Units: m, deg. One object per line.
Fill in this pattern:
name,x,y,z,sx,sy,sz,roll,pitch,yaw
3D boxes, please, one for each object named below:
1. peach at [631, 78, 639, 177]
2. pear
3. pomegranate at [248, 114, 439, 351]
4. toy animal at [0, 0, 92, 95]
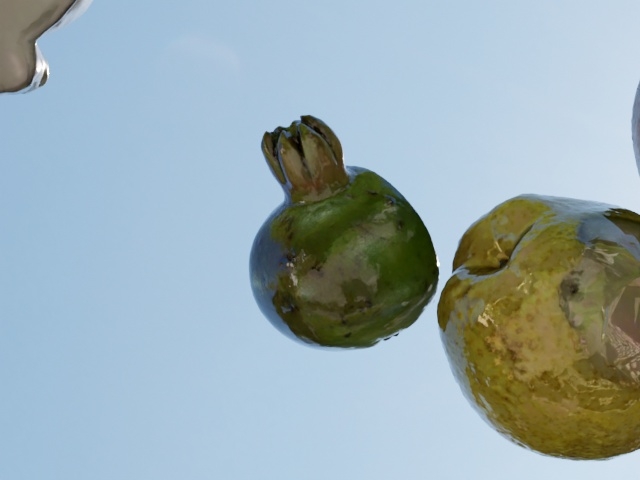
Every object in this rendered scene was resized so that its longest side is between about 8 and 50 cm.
peach,0.485,-0.090,1.569,0.290,0.372,0.372,-19,-47,-5
pear,0.241,0.079,1.455,0.271,0.271,0.271,-16,-48,-19
pomegranate,0.009,0.010,1.517,0.159,0.190,0.241,-30,-40,-26
toy animal,-0.247,-0.224,1.156,0.271,0.265,0.206,-26,-76,4
